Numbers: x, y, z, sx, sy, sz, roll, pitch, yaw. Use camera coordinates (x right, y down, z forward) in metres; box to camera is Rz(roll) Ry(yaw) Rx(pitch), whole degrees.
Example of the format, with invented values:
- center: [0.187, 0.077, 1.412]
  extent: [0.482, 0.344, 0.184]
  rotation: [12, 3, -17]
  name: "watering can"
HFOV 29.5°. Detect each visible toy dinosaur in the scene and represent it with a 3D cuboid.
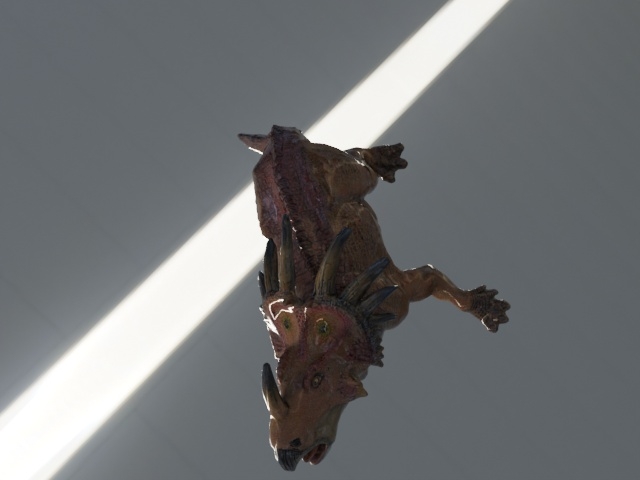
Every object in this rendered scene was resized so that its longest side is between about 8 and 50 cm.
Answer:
- center: [0.000, 0.000, 0.845]
  extent: [0.200, 0.127, 0.296]
  rotation: [16, -139, -53]
  name: "toy dinosaur"
